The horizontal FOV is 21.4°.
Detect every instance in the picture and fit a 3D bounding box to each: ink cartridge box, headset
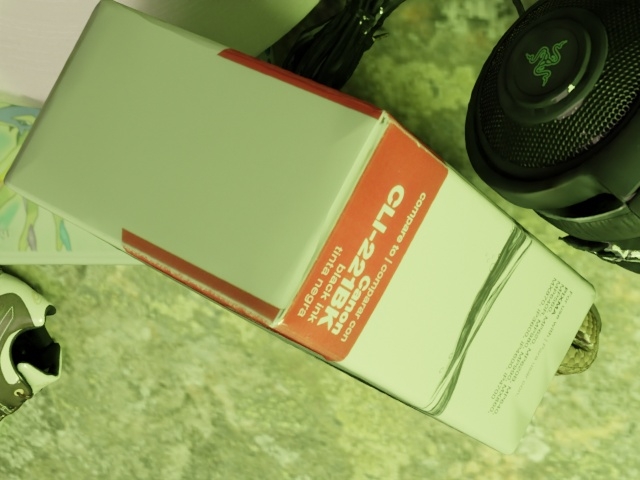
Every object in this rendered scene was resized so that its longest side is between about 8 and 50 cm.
[{"bbox_3d":[0.000,0.000,0.906,0.197,0.114,0.273,25,176,35],"label":"ink cartridge box"},{"bbox_3d":[0.148,-0.036,0.904,0.185,0.243,0.394,-48,62,10],"label":"headset"}]

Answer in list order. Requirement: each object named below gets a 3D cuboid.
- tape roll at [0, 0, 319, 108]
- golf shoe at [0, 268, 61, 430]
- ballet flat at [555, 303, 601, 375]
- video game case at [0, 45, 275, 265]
[{"bbox_3d":[-0.141,-0.263,0.917,0.392,0.072,0.392,3,113,7],"label":"tape roll"},{"bbox_3d":[-0.244,0.110,1.281,0.094,0.077,0.198,19,129,12],"label":"golf shoe"},{"bbox_3d":[0.064,0.017,1.086,0.250,0.058,0.084,31,128,3],"label":"ballet flat"},{"bbox_3d":[-0.190,-0.125,1.063,0.329,0.036,0.299,0,113,17],"label":"video game case"}]
